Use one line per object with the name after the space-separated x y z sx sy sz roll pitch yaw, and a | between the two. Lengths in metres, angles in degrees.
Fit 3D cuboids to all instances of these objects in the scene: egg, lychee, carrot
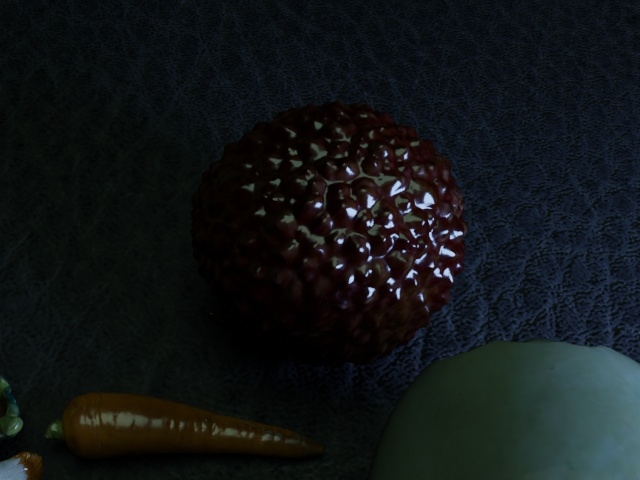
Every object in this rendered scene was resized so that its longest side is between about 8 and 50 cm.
0.170 0.241 0.570 0.278 0.278 0.336 2 51 -8 | egg
0.000 0.000 0.789 0.264 0.300 0.264 39 30 -27 | lychee
-0.120 0.173 0.732 0.256 0.061 0.061 5 48 -9 | carrot

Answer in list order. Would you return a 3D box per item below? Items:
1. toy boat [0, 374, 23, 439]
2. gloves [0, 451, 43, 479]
-0.358 0.121 0.714 0.293 0.099 0.108 27 49 24 | toy boat
-0.278 0.251 0.606 0.218 0.131 0.140 14 37 -40 | gloves
